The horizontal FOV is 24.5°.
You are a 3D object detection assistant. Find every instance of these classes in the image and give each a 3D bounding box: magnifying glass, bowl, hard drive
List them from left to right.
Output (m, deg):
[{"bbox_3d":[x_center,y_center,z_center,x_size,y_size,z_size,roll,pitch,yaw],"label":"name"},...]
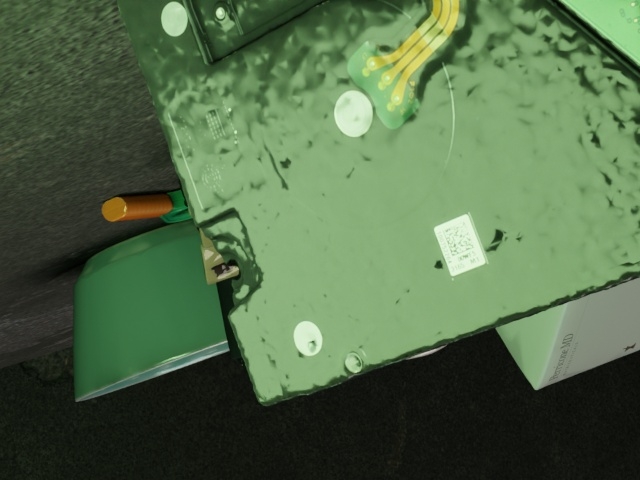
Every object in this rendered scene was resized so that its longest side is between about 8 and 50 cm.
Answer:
[{"bbox_3d":[-0.153,-0.039,1.532,0.092,0.026,0.231,-22,177,24],"label":"magnifying glass"},{"bbox_3d":[-0.181,0.073,1.833,0.312,0.163,0.311,-19,176,-1],"label":"bowl"},{"bbox_3d":[0.070,-0.079,0.678,0.339,0.236,0.064,-24,174,38],"label":"hard drive"}]

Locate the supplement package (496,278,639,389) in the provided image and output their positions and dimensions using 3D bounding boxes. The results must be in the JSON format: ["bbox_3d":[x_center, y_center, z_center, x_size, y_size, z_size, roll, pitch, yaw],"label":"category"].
[{"bbox_3d":[0.204,-0.048,1.178,0.145,0.204,0.262,-18,145,-17],"label":"supplement package"}]

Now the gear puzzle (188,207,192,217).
[{"bbox_3d":[0.059,-0.049,1.287,0.339,0.044,0.175,3,137,-38],"label":"gear puzzle"}]

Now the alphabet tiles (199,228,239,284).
[{"bbox_3d":[0.052,-0.065,1.314,0.343,0.011,0.285,-19,147,-11],"label":"alphabet tiles"}]

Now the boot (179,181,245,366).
[{"bbox_3d":[0.000,0.000,1.471,0.247,0.207,0.094,-20,176,0],"label":"boot"}]

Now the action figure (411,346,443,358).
[{"bbox_3d":[0.204,-0.008,1.613,0.248,0.275,0.370,-7,174,38],"label":"action figure"}]
